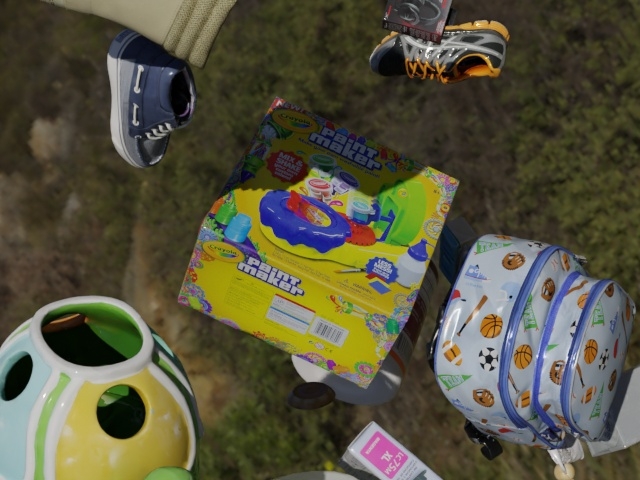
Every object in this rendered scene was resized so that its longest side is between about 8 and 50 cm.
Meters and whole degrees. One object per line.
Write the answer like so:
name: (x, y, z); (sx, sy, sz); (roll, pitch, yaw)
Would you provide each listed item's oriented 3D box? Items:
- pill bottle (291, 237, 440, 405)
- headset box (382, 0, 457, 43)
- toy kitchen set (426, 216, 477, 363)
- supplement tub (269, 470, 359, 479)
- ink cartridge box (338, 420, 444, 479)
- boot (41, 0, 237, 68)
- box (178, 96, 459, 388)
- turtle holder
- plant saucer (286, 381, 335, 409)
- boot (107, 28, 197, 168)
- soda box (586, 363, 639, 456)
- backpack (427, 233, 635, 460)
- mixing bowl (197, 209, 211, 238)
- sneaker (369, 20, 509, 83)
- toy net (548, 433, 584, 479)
pill bottle: (0.108, 0.112, 2.342); (0.224, 0.224, 0.392); (-21, 36, 45)
headset box: (0.123, -0.278, 1.410); (0.032, 0.083, 0.062); (72, -145, -78)
toy kitchen set: (0.215, 0.095, 1.933); (0.166, 0.122, 0.207); (-23, 54, -15)
supplement tub: (-0.001, 0.468, 1.433); (0.228, 0.316, 0.228); (-13, 14, 3)
ink cartridge box: (0.164, 0.375, 1.582); (0.065, 0.311, 0.186); (-46, -8, -14)
boot: (-0.134, -0.293, 0.980); (0.095, 0.203, 0.262); (-77, 12, -70)
box: (0.000, 0.000, 1.615); (0.177, 0.290, 0.279); (114, 180, -49)
turtle holder: (-0.239, 0.205, 1.206); (0.243, 0.227, 0.320); (4, 31, -9)
plant saucer: (-0.017, 0.257, 1.955); (0.083, 0.015, 0.083); (-6, 22, 2)
boot: (-0.175, -0.131, 1.243); (0.069, 0.086, 0.190); (-43, -27, -27)
soda box: (0.511, 0.220, 1.725); (0.286, 0.098, 0.091); (-19, -11, -25)
backpack: (0.253, 0.122, 1.422); (0.213, 0.263, 0.276); (3, 71, 38)
mixing bowl: (-0.095, -0.002, 1.823); (0.181, 0.181, 0.098); (-45, -1, -24)
sneaker: (0.179, -0.277, 1.769); (0.215, 0.084, 0.083); (-8, 58, 16)
toy net: (0.322, 0.347, 1.597); (0.045, 0.122, 0.232); (-25, 50, 37)
